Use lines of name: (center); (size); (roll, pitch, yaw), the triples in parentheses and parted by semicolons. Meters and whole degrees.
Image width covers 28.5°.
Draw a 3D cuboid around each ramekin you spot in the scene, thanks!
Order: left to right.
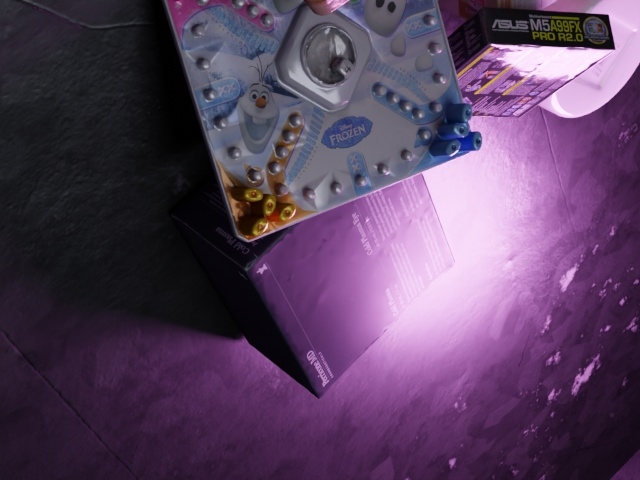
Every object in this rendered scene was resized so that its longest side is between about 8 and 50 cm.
ramekin: (0.418, -0.337, 2.068); (0.277, 0.135, 0.277); (-28, 139, -27)

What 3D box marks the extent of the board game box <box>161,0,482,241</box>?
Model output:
board game box: (0.012, -0.241, 1.642); (0.390, 0.050, 0.389); (-22, 104, -26)

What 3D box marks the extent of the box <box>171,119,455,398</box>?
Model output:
box: (0.000, 0.000, 1.866); (0.312, 0.179, 0.343); (-44, 140, -17)

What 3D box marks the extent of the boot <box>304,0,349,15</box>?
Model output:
boot: (0.047, -0.411, 1.530); (0.248, 0.090, 0.207); (-41, 139, -13)

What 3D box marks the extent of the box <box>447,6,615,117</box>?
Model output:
box: (0.271, -0.259, 1.873); (0.216, 0.270, 0.060); (-1, 74, -23)

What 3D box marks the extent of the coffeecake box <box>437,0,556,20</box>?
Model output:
coffeecake box: (0.280, -0.396, 1.897); (0.185, 0.142, 0.068); (-32, 136, -26)
